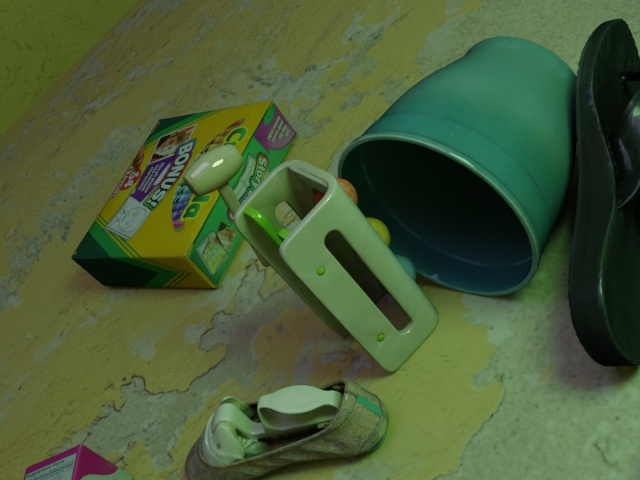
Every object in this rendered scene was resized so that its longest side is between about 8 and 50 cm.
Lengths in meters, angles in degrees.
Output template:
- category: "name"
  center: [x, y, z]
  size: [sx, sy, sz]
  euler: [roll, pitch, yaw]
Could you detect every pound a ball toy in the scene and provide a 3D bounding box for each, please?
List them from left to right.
- category: "pound a ball toy"
  center: [0.000, 0.000, 1.006]
  size: [0.136, 0.319, 0.208]
  euler: [-47, 38, -9]

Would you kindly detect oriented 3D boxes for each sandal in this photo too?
- category: "sandal"
  center: [0.368, -0.070, 0.900]
  size: [0.107, 0.167, 0.446]
  euler: [-13, 54, 39]

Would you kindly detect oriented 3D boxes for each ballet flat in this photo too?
- category: "ballet flat"
  center: [-0.069, 0.234, 1.006]
  size: [0.316, 0.106, 0.108]
  euler: [-21, 41, 24]

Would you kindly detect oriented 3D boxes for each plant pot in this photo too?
- category: "plant pot"
  center: [0.204, -0.113, 1.008]
  size: [0.271, 0.272, 0.255]
  euler: [10, 53, 45]

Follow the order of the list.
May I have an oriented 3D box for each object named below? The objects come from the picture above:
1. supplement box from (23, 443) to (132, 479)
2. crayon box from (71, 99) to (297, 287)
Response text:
- category: "supplement box"
  center: [-0.340, 0.406, 1.061]
  size: [0.114, 0.111, 0.220]
  euler: [-25, 39, 20]
- category: "crayon box"
  center: [-0.252, -0.086, 1.480]
  size: [0.313, 0.106, 0.363]
  euler: [-3, 51, 39]
